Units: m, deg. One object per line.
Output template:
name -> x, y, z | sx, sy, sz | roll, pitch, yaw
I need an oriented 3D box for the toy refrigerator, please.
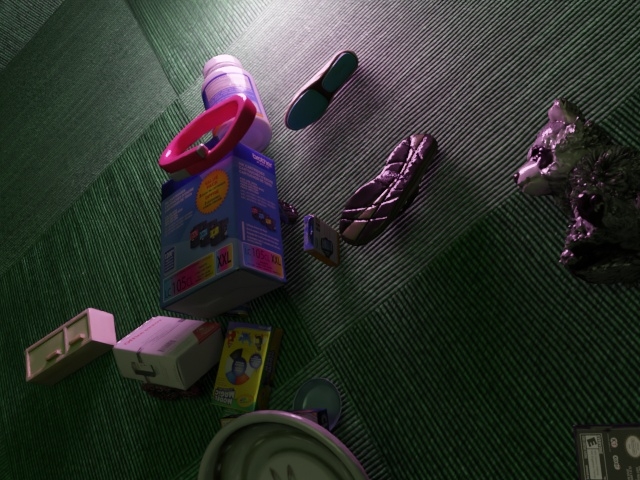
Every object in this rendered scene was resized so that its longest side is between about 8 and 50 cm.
toy refrigerator -> -0.701, 0.299, 1.720 | 0.269, 0.094, 0.102 | -30, 57, 19

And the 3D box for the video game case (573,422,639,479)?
video game case -> 0.522, 0.412, 0.911 | 0.248, 0.035, 0.275 | -11, 64, 30

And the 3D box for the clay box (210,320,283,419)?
clay box -> -0.169, 0.301, 1.397 | 0.127, 0.053, 0.222 | 1, 71, 32

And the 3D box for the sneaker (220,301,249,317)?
sneaker -> -0.230, 0.152, 1.500 | 0.144, 0.053, 0.059 | 3, 73, 25

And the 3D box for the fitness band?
fitness band -> -0.265, -0.240, 1.429 | 0.290, 0.054, 0.209 | -12, 43, 44

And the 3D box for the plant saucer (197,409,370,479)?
plant saucer -> -0.048, 0.504, 1.159 | 0.400, 0.100, 0.401 | 3, 96, 29

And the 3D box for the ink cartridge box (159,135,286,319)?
ink cartridge box -> -0.238, -0.048, 1.443 | 0.270, 0.151, 0.396 | -26, 55, 32

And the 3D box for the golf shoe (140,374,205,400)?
golf shoe -> -0.353, 0.340, 1.502 | 0.186, 0.067, 0.086 | -10, 42, 28

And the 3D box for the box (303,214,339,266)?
box -> 0.000, 0.000, 1.356 | 0.028, 0.136, 0.081 | -13, 64, 29

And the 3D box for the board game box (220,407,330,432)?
board game box -> -0.089, 0.437, 1.267 | 0.243, 0.042, 0.165 | -12, 82, 29

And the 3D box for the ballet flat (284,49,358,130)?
ballet flat -> -0.002, -0.381, 1.561 | 0.248, 0.086, 0.086 | -44, 54, 9

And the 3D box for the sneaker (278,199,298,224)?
sneaker -> -0.137, -0.068, 1.521 | 0.221, 0.083, 0.087 | 21, 90, 46

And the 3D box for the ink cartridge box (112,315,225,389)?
ink cartridge box -> -0.356, 0.260, 1.463 | 0.217, 0.158, 0.092 | 3, 115, 33

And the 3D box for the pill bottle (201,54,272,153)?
pill bottle -> -0.233, -0.363, 1.649 | 0.152, 0.152, 0.272 | -33, 56, 18

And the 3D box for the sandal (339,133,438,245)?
sandal -> 0.162, -0.100, 1.333 | 0.303, 0.086, 0.120 | -49, 46, -12

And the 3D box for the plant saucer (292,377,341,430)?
plant saucer -> -0.003, 0.348, 1.288 | 0.119, 0.021, 0.119 | -14, 63, 29

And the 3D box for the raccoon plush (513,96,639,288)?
raccoon plush -> 0.566, -0.092, 1.048 | 0.446, 0.216, 0.299 | 4, 55, 4
